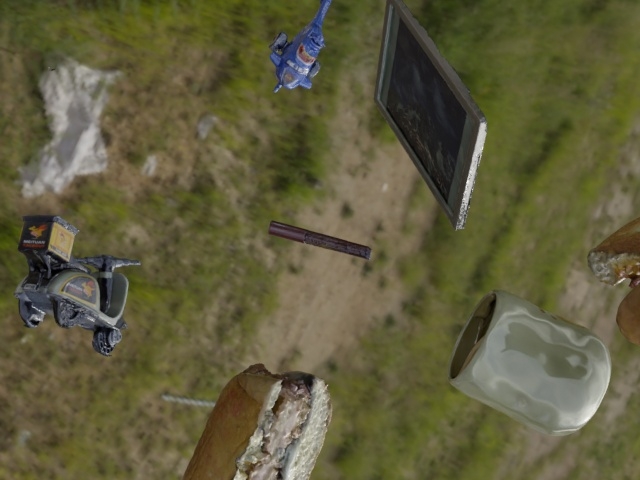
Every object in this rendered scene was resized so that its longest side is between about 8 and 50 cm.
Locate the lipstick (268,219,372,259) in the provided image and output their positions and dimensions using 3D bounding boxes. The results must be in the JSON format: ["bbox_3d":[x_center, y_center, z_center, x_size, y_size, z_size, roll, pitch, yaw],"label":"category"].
[{"bbox_3d":[0.000,-0.001,1.780,0.027,0.176,0.027,14,90,-77],"label":"lipstick"}]

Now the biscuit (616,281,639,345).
[{"bbox_3d":[0.482,0.094,1.161,0.376,0.269,0.051,-38,143,-24],"label":"biscuit"}]

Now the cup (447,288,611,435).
[{"bbox_3d":[0.301,0.213,1.654,0.255,0.202,0.173,-60,-175,41],"label":"cup"}]

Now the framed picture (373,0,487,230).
[{"bbox_3d":[0.143,-0.178,1.460,0.019,0.281,0.209,-15,140,-17],"label":"framed picture"}]

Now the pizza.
[{"bbox_3d":[0.493,0.006,1.365,0.289,0.229,0.081,-24,106,8],"label":"pizza"}]

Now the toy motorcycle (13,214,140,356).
[{"bbox_3d":[-0.352,0.072,1.587,0.263,0.091,0.157,45,50,-63],"label":"toy motorcycle"}]

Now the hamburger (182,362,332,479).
[{"bbox_3d":[-0.105,0.311,1.608,0.155,0.245,0.282,23,136,-38],"label":"hamburger"}]

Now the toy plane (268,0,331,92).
[{"bbox_3d":[-0.007,-0.204,1.062,0.054,0.062,0.167,38,47,-17],"label":"toy plane"}]

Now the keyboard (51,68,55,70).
[{"bbox_3d":[-0.127,-0.301,1.027,0.381,0.103,0.041,-41,117,-5],"label":"keyboard"}]
